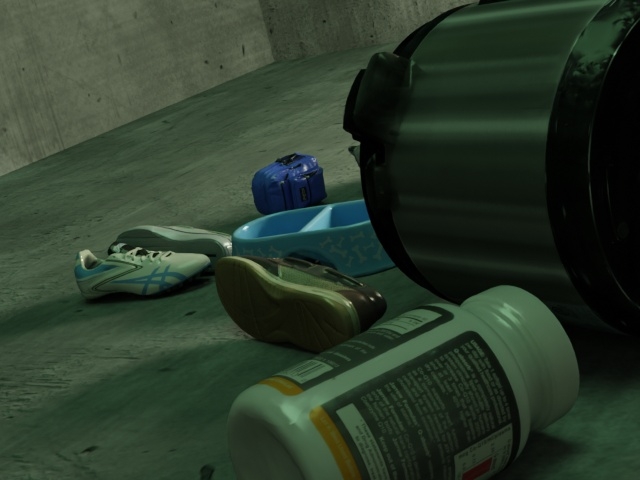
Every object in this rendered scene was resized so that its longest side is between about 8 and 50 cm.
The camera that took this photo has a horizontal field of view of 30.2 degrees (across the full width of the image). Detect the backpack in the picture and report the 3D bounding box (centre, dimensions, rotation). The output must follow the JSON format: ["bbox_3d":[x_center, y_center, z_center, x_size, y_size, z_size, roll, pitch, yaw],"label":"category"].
[{"bbox_3d":[-0.056,-0.096,2.098,0.120,0.098,0.101,-23,21,-30],"label":"backpack"}]

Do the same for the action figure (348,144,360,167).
[{"bbox_3d":[0.213,-0.196,2.087,0.330,0.179,0.341,-22,-1,-4],"label":"action figure"}]

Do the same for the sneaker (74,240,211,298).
[{"bbox_3d":[-0.282,0.041,1.847,0.237,0.086,0.085,-7,15,22],"label":"sneaker"}]

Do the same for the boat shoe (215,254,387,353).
[{"bbox_3d":[-0.030,0.072,1.489,0.092,0.103,0.285,-19,19,-34],"label":"boat shoe"}]

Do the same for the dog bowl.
[{"bbox_3d":[0.000,0.000,1.752,0.297,0.074,0.166,-7,17,24],"label":"dog bowl"}]

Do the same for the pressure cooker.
[{"bbox_3d":[0.246,-0.092,1.302,0.375,0.370,0.420,-34,22,-29],"label":"pressure cooker"}]

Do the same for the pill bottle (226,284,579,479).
[{"bbox_3d":[0.074,0.147,0.999,0.278,0.162,0.162,-22,17,-29],"label":"pill bottle"}]

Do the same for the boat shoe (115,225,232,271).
[{"bbox_3d":[-0.224,0.019,1.915,0.226,0.083,0.075,8,13,29],"label":"boat shoe"}]
